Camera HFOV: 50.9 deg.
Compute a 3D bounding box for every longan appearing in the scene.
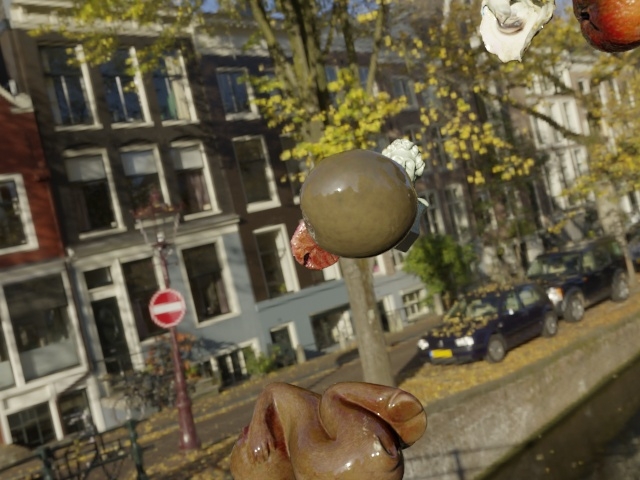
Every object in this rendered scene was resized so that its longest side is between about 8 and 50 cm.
[{"bbox_3d":[0.066,-0.070,1.317,0.248,0.248,0.248,-13,0,0],"label":"longan"}]

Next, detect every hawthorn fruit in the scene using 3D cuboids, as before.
[{"bbox_3d":[0.851,-0.655,1.782,0.369,0.284,0.285,-13,0,-10],"label":"hawthorn fruit"}]

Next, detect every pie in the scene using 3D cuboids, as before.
[{"bbox_3d":[0.000,0.000,1.614,0.153,0.153,0.038,-13,27,-19],"label":"pie"}]

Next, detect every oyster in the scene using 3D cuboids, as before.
[{"bbox_3d":[0.462,-0.540,1.590,0.083,0.223,0.214,1,34,-34],"label":"oyster"}]

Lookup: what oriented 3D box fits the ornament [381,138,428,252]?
[{"bbox_3d":[0.196,-0.105,1.631,0.120,0.285,0.130,12,-27,-22],"label":"ornament"}]

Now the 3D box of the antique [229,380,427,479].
[{"bbox_3d":[-0.007,0.258,0.818,0.257,0.121,0.143,-8,30,36],"label":"antique"}]
